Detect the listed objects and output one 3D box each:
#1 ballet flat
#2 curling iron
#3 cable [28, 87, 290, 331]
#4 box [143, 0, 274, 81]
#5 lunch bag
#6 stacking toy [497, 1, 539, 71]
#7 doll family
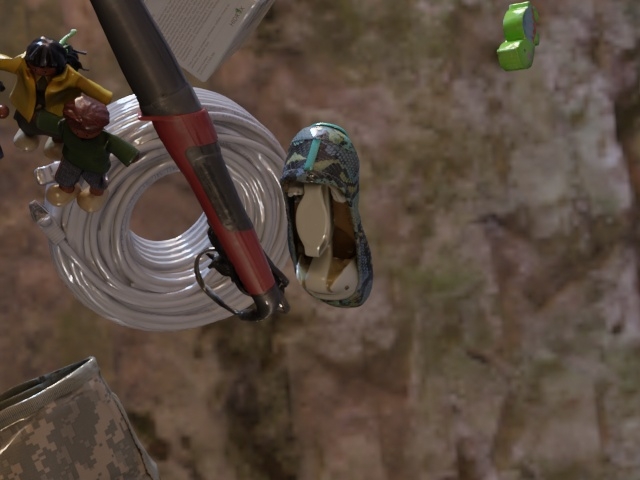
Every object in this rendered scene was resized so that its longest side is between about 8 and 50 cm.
[{"bbox_3d":[0.000,0.000,1.125,0.070,0.070,0.188,-95,-4,-46],"label":"ballet flat"},{"bbox_3d":[-0.085,-0.065,0.821,0.068,0.035,0.274,12,135,50],"label":"curling iron"},{"bbox_3d":[-0.151,-0.028,1.536,0.089,0.257,0.257,50,164,55],"label":"cable"},{"bbox_3d":[-0.097,-0.217,1.362,0.102,0.087,0.101,-51,2,32],"label":"box"},{"bbox_3d":[-0.255,0.255,1.235,0.235,0.287,0.169,65,168,-3],"label":"lunch bag"},{"bbox_3d":[0.188,-0.225,1.010,0.052,0.167,0.221,0,-91,-50],"label":"stacking toy"},{"bbox_3d":[-0.196,-0.092,0.901,0.111,0.193,0.076,108,174,-58],"label":"doll family"}]
